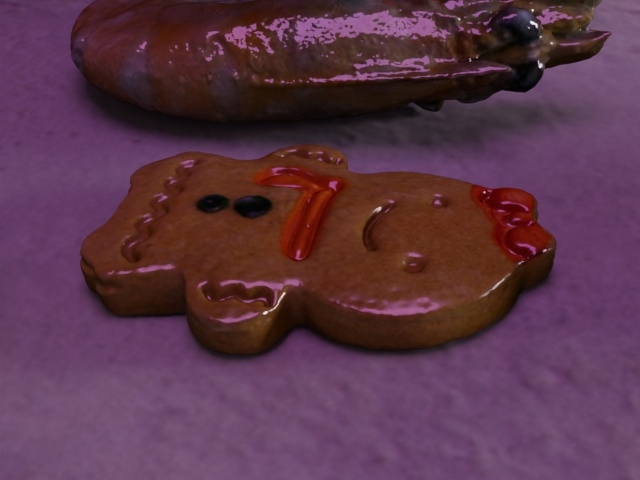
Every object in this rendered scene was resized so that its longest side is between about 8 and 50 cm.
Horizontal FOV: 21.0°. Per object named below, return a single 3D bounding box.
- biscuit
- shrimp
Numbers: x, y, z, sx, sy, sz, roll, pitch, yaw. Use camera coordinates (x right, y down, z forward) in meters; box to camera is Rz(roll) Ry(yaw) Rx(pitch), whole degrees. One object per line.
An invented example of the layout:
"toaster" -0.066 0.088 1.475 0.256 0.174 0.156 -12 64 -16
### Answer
"biscuit" 0.000 0.000 0.848 0.225 0.036 0.166 9 35 16
"shrimp" 0.009 -0.124 0.996 0.317 0.077 0.168 1 32 12
